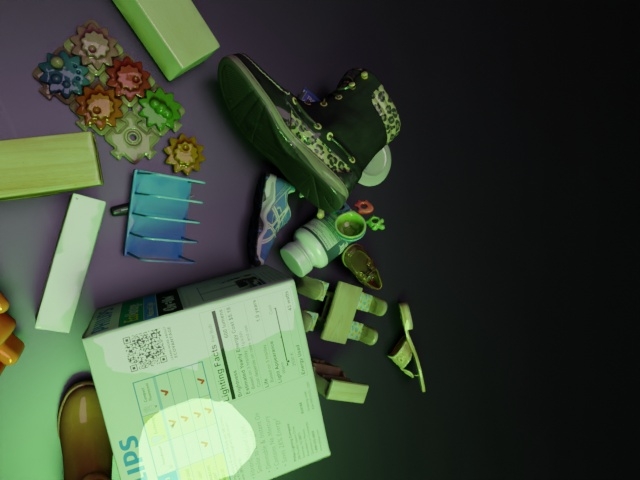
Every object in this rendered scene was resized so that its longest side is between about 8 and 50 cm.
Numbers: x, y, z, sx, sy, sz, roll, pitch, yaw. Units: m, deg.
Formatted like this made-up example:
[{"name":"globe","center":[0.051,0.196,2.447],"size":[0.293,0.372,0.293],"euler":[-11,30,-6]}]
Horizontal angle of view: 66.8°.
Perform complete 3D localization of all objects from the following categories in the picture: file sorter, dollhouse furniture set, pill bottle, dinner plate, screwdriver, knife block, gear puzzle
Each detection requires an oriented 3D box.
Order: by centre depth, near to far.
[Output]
[{"name":"knife block","center":[-0.524,-0.107,0.764],"size":[0.242,0.275,0.088],"euler":[-20,104,-57]},{"name":"file sorter","center":[-0.299,-0.044,0.945],"size":[0.118,0.104,0.171],"euler":[6,93,-40]},{"name":"gear puzzle","center":[-0.366,-0.251,0.948],"size":[0.339,0.044,0.176],"euler":[44,72,-23]},{"name":"screwdriver","center":[-0.337,-0.072,0.986],"size":[0.169,0.024,0.025],"euler":[-11,68,-30]},{"name":"dollhouse furniture set","center":[0.047,0.221,1.114],"size":[0.212,0.161,0.242],"euler":[20,87,-36]},{"name":"pill bottle","center":[0.000,0.000,1.125],"size":[0.180,0.108,0.108],"euler":[-38,109,-21]},{"name":"dinner plate","center":[0.127,-0.210,1.238],"size":[0.141,0.017,0.142],"euler":[-2,94,-27]}]

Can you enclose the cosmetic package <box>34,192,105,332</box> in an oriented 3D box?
[{"name":"cosmetic package","center":[-0.454,0.038,0.882],"size":[0.060,0.098,0.239],"euler":[16,85,-28]}]

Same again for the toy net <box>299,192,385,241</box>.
[{"name":"toy net","center":[0.038,-0.092,1.092],"size":[0.122,0.045,0.232],"euler":[-31,62,-18]}]

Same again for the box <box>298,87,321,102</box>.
[{"name":"box","center":[-0.031,-0.259,1.134],"size":[0.109,0.042,0.178],"euler":[34,77,-26]}]

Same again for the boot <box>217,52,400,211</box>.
[{"name":"boot","center":[-0.009,-0.283,1.044],"size":[0.377,0.138,0.284],"euler":[48,63,-7]}]

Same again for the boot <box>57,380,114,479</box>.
[{"name":"boot","center":[-0.409,0.412,0.853],"size":[0.108,0.220,0.284],"euler":[7,89,-28]}]

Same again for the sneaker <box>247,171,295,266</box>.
[{"name":"sneaker","center":[-0.109,-0.042,1.079],"size":[0.081,0.080,0.212],"euler":[13,87,-25]}]

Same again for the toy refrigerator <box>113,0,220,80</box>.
[{"name":"toy refrigerator","center":[-0.325,-0.460,0.937],"size":[0.102,0.094,0.270],"euler":[-44,112,-27]}]

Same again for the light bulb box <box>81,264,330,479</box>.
[{"name":"light bulb box","center":[-0.211,0.268,0.928],"size":[0.360,0.225,0.359],"euler":[-14,98,-18]}]

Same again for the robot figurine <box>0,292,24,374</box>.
[{"name":"robot figurine","center":[-0.599,0.138,0.792],"size":[0.219,0.158,0.128],"euler":[47,31,-22]}]

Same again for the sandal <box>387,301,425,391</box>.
[{"name":"sandal","center":[0.214,0.286,1.289],"size":[0.079,0.088,0.240],"euler":[-11,91,4]}]

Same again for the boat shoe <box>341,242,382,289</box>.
[{"name":"boat shoe","center":[0.107,0.066,1.171],"size":[0.064,0.060,0.178],"euler":[-45,142,-5]}]
